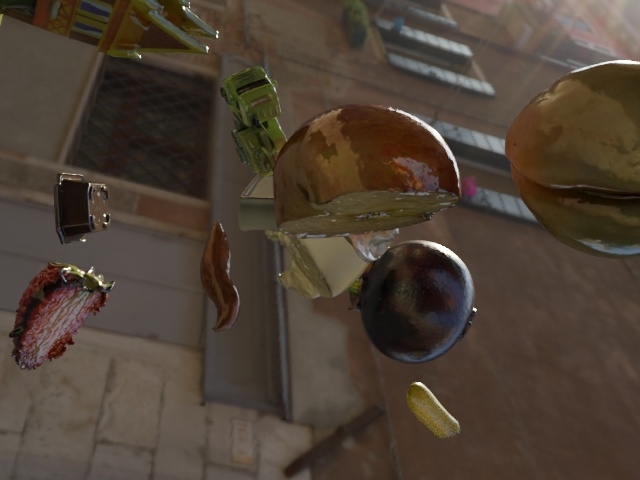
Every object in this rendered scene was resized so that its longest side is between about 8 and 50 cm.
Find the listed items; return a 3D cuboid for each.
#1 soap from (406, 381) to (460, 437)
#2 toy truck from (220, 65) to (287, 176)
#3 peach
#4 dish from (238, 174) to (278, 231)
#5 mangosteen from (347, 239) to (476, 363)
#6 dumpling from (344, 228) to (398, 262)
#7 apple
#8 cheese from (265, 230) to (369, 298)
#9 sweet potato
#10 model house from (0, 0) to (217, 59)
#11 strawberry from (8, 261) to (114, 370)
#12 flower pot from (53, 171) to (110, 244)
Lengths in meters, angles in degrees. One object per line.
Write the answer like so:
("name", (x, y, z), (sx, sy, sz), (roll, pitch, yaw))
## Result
("soap", (0.265, 0.412, 1.876), (0.033, 0.168, 0.089), (-33, -169, 44))
("toy truck", (-0.089, -0.169, 1.200), (0.100, 0.077, 0.169), (52, -21, 44))
("peach", (0.414, -0.116, 1.147), (0.247, 0.292, 0.292), (-38, -179, -22))
("dish", (-0.076, -0.090, 1.595), (0.212, 0.077, 0.151), (5, -130, 45))
("mangosteen", (0.200, 0.137, 1.927), (0.306, 0.359, 0.306), (21, 90, -88))
("dumpling", (0.094, -0.032, 1.476), (0.118, 0.136, 0.199), (-14, -146, 33))
("apple", (0.063, -0.109, 1.148), (0.293, 0.251, 0.163), (156, -71, -64))
("cheese", (0.000, 0.000, 1.729), (0.233, 0.266, 0.127), (-38, -144, -15))
("sweet potato", (-0.172, 0.061, 1.327), (0.058, 0.055, 0.202), (-39, -126, 44))
("model house", (-0.254, -0.398, 1.028), (0.357, 0.313, 0.242), (155, -55, -64))
("strawberry", (-0.675, 0.173, 1.926), (0.306, 0.138, 0.233), (-47, 158, 9))
("flower pot", (-0.598, -0.084, 2.008), (0.251, 0.084, 0.179), (-94, -179, -87))
